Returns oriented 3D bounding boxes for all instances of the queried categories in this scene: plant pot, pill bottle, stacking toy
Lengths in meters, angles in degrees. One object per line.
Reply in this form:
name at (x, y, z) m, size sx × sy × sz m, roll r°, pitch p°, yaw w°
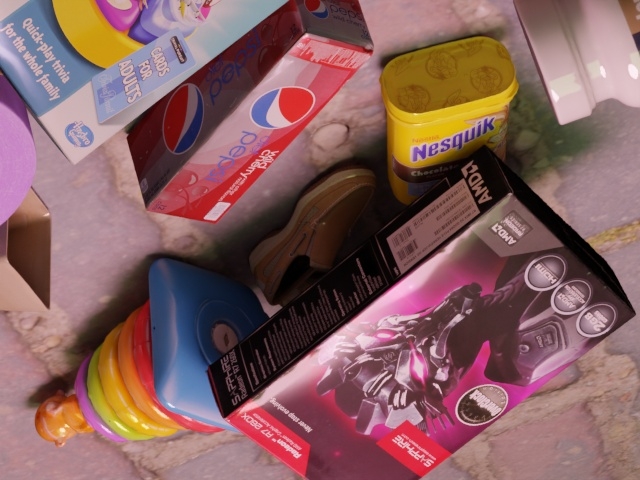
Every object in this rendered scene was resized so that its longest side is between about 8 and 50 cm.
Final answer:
plant pot at (-0.316, 0.004, 1.815) m, size 0.096 × 0.109 × 0.109 m, roll -10°, pitch 150°, yaw 10°
pill bottle at (0.316, -0.209, 1.747) m, size 0.264 × 0.153 × 0.153 m, roll -22°, pitch 148°, yaw 6°
stacking toy at (-0.202, 0.157, 2.080) m, size 0.302 × 0.175 × 0.165 m, roll -27°, pitch 146°, yaw 36°

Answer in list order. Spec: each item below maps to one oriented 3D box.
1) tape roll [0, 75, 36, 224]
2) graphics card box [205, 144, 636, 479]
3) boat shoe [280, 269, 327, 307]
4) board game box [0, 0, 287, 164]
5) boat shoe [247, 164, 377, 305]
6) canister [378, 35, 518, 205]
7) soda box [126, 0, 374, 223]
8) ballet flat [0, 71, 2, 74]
tape roll at (-0.385, -0.082, 1.656) m, size 0.274 × 0.090 × 0.275 m, roll -12°, pitch 148°, yaw -8°
graphics card box at (0.100, 0.100, 1.932) m, size 0.371 × 0.094 × 0.233 m, roll -39°, pitch 126°, yaw 13°
boat shoe at (0.026, 0.055, 2.104) m, size 0.153 × 0.056 × 0.048 m, roll 11°, pitch 144°, yaw -27°
board game box at (-0.116, -0.243, 1.446) m, size 0.336 × 0.079 × 0.254 m, roll -38°, pitch 147°, yaw -5°
boat shoe at (0.000, 0.000, 1.987) m, size 0.068 × 0.072 × 0.190 m, roll 9°, pitch 139°, yaw -36°
canister at (0.123, -0.111, 1.879) m, size 0.126 × 0.073 × 0.170 m, roll -15°, pitch 150°, yaw -6°
soda box at (-0.066, -0.129, 1.736) m, size 0.083 × 0.092 × 0.263 m, roll 12°, pitch 138°, yaw -38°
ballet flat at (-0.338, -0.188, 1.478) m, size 0.342 × 0.124 × 0.116 m, roll -3°, pitch 116°, yaw -44°
